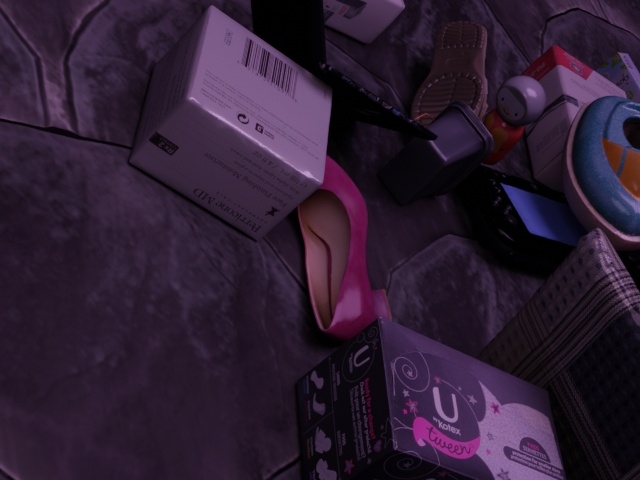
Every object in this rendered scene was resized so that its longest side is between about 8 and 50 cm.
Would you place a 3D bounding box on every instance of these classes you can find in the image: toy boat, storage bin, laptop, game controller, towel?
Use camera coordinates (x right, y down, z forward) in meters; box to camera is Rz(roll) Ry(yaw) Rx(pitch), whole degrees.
[{"bbox_3d":[0.374,-0.123,1.786,0.318,0.148,0.267,18,48,-10],"label":"toy boat"},{"bbox_3d":[0.139,-0.111,1.670,0.091,0.135,0.098,-28,79,-45],"label":"storage bin"},{"bbox_3d":[0.021,-0.252,1.567,0.264,0.136,0.234,30,-1,-25],"label":"laptop"},{"bbox_3d":[0.323,-0.021,1.831,0.319,0.067,0.166,15,46,-40],"label":"game controller"},{"bbox_3d":[0.290,0.196,1.378,0.056,0.324,0.312,-11,63,-28],"label":"towel"}]

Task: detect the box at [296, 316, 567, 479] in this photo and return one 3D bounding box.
[{"bbox_3d":[0.117,0.211,1.314,0.247,0.142,0.163,25,41,-30],"label":"box"}]

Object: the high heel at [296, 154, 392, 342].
[{"bbox_3d":[0.000,0.000,1.449,0.117,0.082,0.244,4,66,-57],"label":"high heel"}]

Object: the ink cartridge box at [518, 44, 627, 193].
[{"bbox_3d":[0.412,-0.168,2.041,0.172,0.100,0.237,28,39,-26],"label":"ink cartridge box"}]

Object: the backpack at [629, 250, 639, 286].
[{"bbox_3d":[0.537,0.005,1.914,0.173,0.158,0.117,72,-6,-70],"label":"backpack"}]

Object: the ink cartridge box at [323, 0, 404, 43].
[{"bbox_3d":[0.000,-0.390,1.818,0.218,0.092,0.158,20,44,-37],"label":"ink cartridge box"}]

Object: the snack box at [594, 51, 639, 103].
[{"bbox_3d":[0.516,-0.238,2.221,0.037,0.100,0.141,3,55,-45],"label":"snack box"}]

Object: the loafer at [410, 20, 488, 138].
[{"bbox_3d":[0.194,-0.202,1.838,0.092,0.102,0.268,76,26,-45],"label":"loafer"}]

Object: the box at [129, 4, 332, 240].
[{"bbox_3d":[-0.095,-0.131,1.436,0.181,0.119,0.182,32,38,-23],"label":"box"}]
